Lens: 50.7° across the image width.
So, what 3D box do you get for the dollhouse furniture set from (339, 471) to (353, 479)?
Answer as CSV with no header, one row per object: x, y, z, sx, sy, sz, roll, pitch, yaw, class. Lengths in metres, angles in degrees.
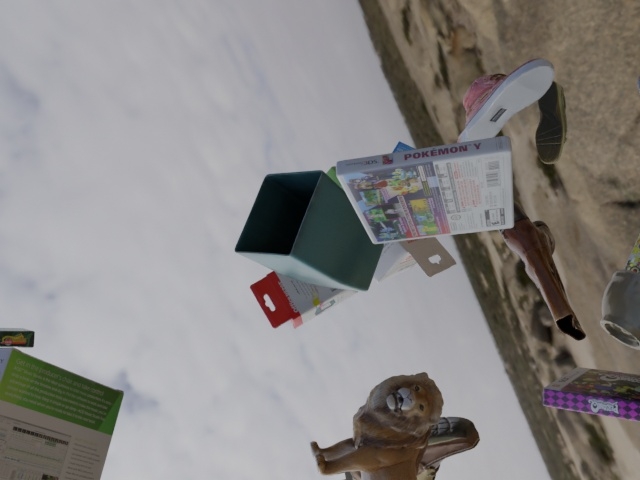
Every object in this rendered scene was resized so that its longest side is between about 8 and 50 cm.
0.051,0.629,1.818,0.151,0.123,0.144,42,-146,-65,dollhouse furniture set

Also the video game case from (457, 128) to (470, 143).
0.323,-0.168,1.452,0.285,0.025,0.204,97,-176,-82,video game case

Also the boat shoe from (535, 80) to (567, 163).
0.429,-0.215,1.240,0.048,0.056,0.153,3,-98,-43,boat shoe

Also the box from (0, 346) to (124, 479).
-0.416,0.340,0.958,0.232,0.058,0.322,45,-131,-50,box

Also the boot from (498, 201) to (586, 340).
0.482,0.074,1.398,0.264,0.096,0.280,39,-156,-55,boot

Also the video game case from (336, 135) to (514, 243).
0.130,-0.051,0.789,0.201,0.183,0.023,54,-148,-63,video game case

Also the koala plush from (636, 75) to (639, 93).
0.789,-0.273,1.463,0.221,0.203,0.196,73,-147,-42,koala plush

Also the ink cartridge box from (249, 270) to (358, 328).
-0.039,0.117,1.637,0.134,0.231,0.078,57,169,23,ink cartridge box

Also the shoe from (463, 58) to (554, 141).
0.275,-0.230,1.016,0.063,0.178,0.081,12,-123,-22,shoe

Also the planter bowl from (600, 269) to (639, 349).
0.638,0.151,1.366,0.162,0.109,0.162,38,172,6,planter bowl

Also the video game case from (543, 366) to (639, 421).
0.579,0.296,1.302,0.210,0.232,0.042,-5,-85,-51,video game case

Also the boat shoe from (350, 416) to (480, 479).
0.198,0.465,1.434,0.122,0.324,0.120,-18,-99,-53,boat shoe

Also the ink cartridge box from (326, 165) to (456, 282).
0.153,-0.023,1.667,0.353,0.119,0.207,50,-152,15,ink cartridge box

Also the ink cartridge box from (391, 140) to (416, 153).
0.271,-0.145,2.066,0.168,0.233,0.171,32,180,32,ink cartridge box

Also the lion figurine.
0.123,0.437,1.166,0.142,0.240,0.392,147,112,-82,lion figurine

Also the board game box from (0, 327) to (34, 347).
-0.580,0.145,1.021,0.259,0.136,0.030,5,-99,-29,board game box

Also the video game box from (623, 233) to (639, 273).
0.839,0.094,1.623,0.205,0.187,0.048,23,170,26,video game box

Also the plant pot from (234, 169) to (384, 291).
0.000,0.000,1.272,0.234,0.165,0.165,33,-110,-37,plant pot
